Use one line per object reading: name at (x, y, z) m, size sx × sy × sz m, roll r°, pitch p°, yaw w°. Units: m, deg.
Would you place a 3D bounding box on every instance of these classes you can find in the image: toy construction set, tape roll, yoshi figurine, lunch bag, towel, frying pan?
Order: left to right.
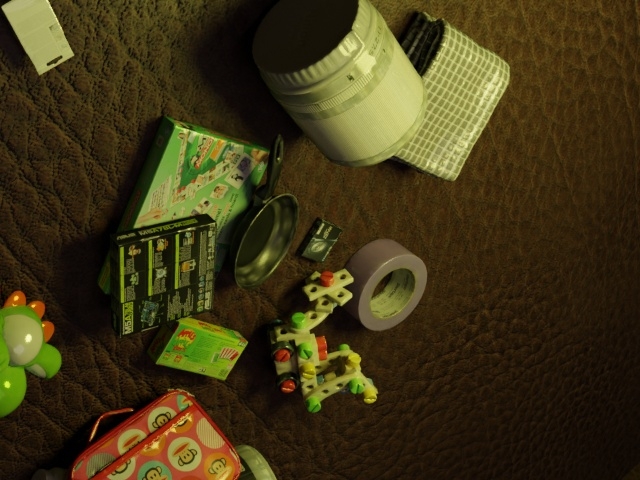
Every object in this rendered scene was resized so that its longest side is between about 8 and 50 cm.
yoshi figurine at (-0.541, 0.157, 1.350) m, size 0.203 × 0.203 × 0.362 m, roll -34°, pitch 139°, yaw 4°
lunch bag at (-0.322, 0.423, 1.672) m, size 0.293 × 0.258 × 0.120 m, roll -35°, pitch 171°, yaw -36°
frying pan at (-0.115, -0.033, 1.606) m, size 0.197 × 0.053 × 0.326 m, roll -54°, pitch 156°, yaw -21°
toy construction set at (0.002, 0.222, 1.862) m, size 0.215 × 0.151 × 0.327 m, roll -11°, pitch 119°, yaw -5°
tape roll at (0.134, 0.096, 1.941) m, size 0.189 × 0.080 × 0.189 m, roll -20°, pitch 128°, yaw -28°
towel at (0.223, -0.267, 1.745) m, size 0.235 × 0.121 × 0.283 m, roll 17°, pitch 106°, yaw -44°

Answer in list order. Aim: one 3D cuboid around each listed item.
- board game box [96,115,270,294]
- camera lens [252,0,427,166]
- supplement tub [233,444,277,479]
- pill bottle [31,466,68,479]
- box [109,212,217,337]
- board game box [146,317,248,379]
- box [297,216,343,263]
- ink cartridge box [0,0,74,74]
board game box at (-0.235, -0.042, 1.564) m, size 0.214 × 0.046 × 0.317 m, roll 13°, pitch 109°, yaw -43°
camera lens at (0.039, -0.272, 1.513) m, size 0.219 × 0.219 × 0.274 m, roll -48°, pitch 137°, yaw -4°
supplement tub at (-0.263, 0.565, 1.827) m, size 0.338 × 0.207 × 0.207 m, roll -14°, pitch 125°, yaw -33°
pill bottle at (-0.480, 0.460, 1.678) m, size 0.116 × 0.065 × 0.065 m, roll 29°, pitch 97°, yaw -46°
box at (-0.269, 0.059, 1.539) m, size 0.184 × 0.045 × 0.190 m, roll -14°, pitch 127°, yaw -30°
board game box at (-0.236, 0.205, 1.730) m, size 0.181 × 0.043 × 0.092 m, roll 24°, pitch 100°, yaw -46°
box at (0.000, 0.000, 1.809) m, size 0.067 × 0.018 × 0.083 m, roll 25°, pitch 100°, yaw -47°
ink cartridge box at (-0.401, -0.298, 1.266) m, size 0.063 × 0.029 × 0.115 m, roll -35°, pitch 136°, yaw -18°
